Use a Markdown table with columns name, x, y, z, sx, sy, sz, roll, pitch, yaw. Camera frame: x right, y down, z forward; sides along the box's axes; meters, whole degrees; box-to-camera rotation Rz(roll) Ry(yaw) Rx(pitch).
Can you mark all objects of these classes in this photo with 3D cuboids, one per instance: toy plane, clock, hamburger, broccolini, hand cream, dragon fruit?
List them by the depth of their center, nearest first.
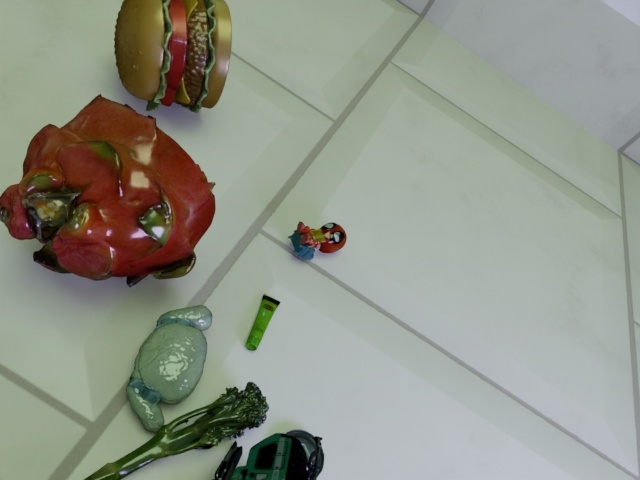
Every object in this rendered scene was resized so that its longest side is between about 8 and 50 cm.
| name | x | y | z | sx | sy | sz | roll | pitch | yaw |
| --- | --- | --- | --- | --- | --- | --- | --- | --- | --- |
| toy plane | -0.083 | 0.334 | 0.626 | 0.156 | 0.106 | 0.381 | 1 | 12 | 4 |
| broccolini | -0.232 | 0.312 | 0.723 | 0.392 | 0.074 | 0.078 | -25 | 86 | -39 |
| dragon fruit | -0.335 | -0.041 | 0.818 | 0.306 | 0.305 | 0.225 | 31 | 52 | -4 |
| clock | -0.035 | 0.348 | 0.847 | 0.085 | 0.017 | 0.085 | 16 | 47 | -18 |
| hand cream | -0.107 | 0.149 | 0.968 | 0.036 | 0.023 | 0.121 | 26 | 42 | -5 |
| hamburger | -0.328 | -0.412 | 1.128 | 0.213 | 0.274 | 0.274 | 0 | 54 | -29 |

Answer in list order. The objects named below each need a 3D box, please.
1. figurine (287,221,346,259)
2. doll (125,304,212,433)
| name | x | y | z | sx | sy | sz | roll | pitch | yaw |
| --- | --- | --- | --- | --- | --- | --- | --- | --- | --- |
| figurine | 0.000 | 0.000 | 1.119 | 0.140 | 0.075 | 0.068 | 2 | 51 | -42 |
| doll | -0.233 | 0.188 | 0.823 | 0.104 | 0.071 | 0.213 | 27 | 54 | -14 |
